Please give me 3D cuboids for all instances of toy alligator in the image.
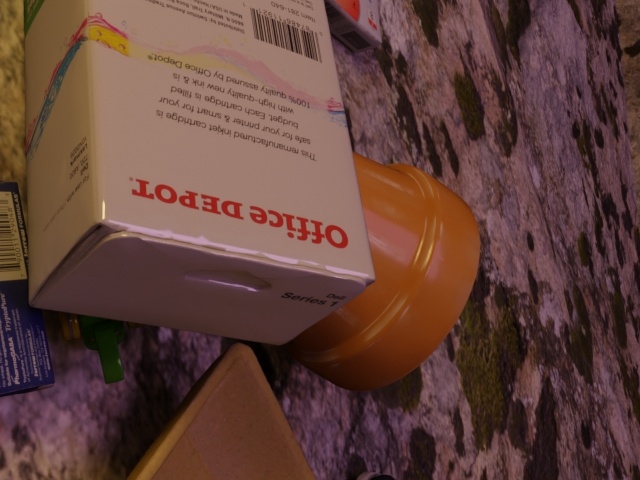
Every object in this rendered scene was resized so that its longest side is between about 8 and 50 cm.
[{"bbox_3d":[-0.165,0.011,0.753,0.051,0.056,0.190,123,-48,-69],"label":"toy alligator"}]

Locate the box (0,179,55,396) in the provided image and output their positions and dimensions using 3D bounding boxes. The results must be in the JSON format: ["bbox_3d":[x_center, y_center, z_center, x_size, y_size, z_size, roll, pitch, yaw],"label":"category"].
[{"bbox_3d":[-0.247,0.033,0.596,0.225,0.036,0.137,-2,80,-63],"label":"box"}]

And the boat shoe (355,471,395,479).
[{"bbox_3d":[0.081,0.375,0.971,0.127,0.113,0.340,45,41,-45],"label":"boat shoe"}]

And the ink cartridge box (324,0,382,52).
[{"bbox_3d":[0.019,-0.328,1.246,0.145,0.045,0.179,27,58,-56],"label":"ink cartridge box"}]

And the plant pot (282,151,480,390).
[{"bbox_3d":[0.000,0.000,0.925,0.188,0.205,0.205,33,48,-32],"label":"plant pot"}]

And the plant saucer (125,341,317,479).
[{"bbox_3d":[-0.080,0.297,0.745,0.333,0.081,0.333,65,30,-19],"label":"plant saucer"}]

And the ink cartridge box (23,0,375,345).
[{"bbox_3d":[-0.091,-0.082,0.740,0.201,0.117,0.278,12,55,-34],"label":"ink cartridge box"}]
